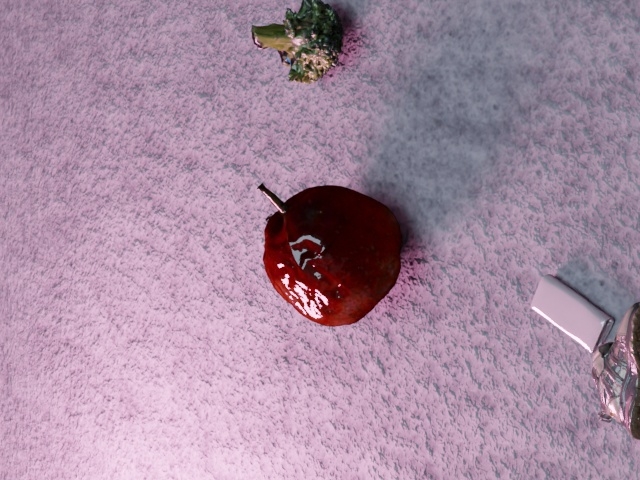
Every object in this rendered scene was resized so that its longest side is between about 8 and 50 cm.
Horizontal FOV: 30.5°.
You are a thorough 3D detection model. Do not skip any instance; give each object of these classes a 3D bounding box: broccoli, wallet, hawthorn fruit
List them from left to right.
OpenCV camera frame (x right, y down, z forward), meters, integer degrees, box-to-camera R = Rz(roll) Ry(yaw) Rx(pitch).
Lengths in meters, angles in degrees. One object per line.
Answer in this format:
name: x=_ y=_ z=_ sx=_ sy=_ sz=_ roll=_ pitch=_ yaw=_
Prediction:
broccoli: x=-0.040 y=-0.335 z=1.960 sx=0.167 sy=0.160 sz=0.154 roll=-113 pitch=25 yaw=-46
hawthorn fruit: x=0.000 y=0.000 z=1.879 sx=0.266 sy=0.210 sz=0.230 roll=46 pitch=150 yaw=-8
wallet: x=0.352 y=0.102 z=1.649 sx=0.122 sy=0.025 sz=0.061 roll=39 pitch=118 yaw=39

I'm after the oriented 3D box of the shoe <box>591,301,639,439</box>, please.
shoe: x=0.412 y=0.168 z=1.551 sx=0.092 sy=0.089 sz=0.180 roll=6 pitch=95 yaw=60
